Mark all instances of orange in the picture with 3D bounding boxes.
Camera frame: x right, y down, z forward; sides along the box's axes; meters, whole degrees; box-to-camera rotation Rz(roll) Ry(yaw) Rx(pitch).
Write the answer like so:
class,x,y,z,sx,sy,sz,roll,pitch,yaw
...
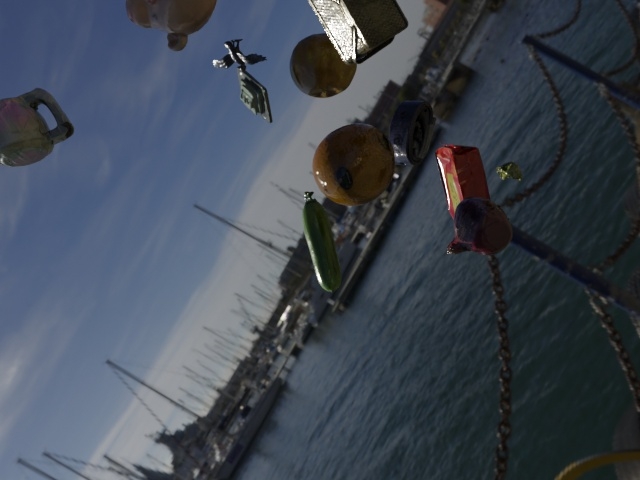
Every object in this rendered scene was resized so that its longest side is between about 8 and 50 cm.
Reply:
class,x,y,z,sx,sy,sz,roll,pitch,yaw
orange,0.011,-0.707,2.513,0.279,0.279,0.235,120,149,-77
orange,0.110,-0.245,1.995,0.274,0.274,0.274,-60,0,0

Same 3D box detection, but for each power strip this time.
class,x,y,z,sx,sy,sz,roll,pitch,yaw
power strip,-0.293,-0.600,2.595,0.064,0.198,0.213,-38,-28,-20

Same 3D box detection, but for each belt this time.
class,x,y,z,sx,sy,sz,roll,pitch,yaw
belt,0.312,-0.380,2.183,0.140,0.126,0.230,12,-90,-45

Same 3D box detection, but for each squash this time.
class,x,y,z,sx,sy,sz,roll,pitch,yaw
squash,0.000,0.000,2.188,0.101,0.101,0.378,120,139,-71

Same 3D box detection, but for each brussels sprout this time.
class,x,y,z,sx,sy,sz,roll,pitch,yaw
brussels sprout,0.585,-0.215,1.913,0.085,0.085,0.058,-60,-29,-88

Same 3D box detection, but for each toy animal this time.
class,x,y,z,sx,sy,sz,roll,pitch,yaw
toy animal,-0.272,-0.602,2.009,0.062,0.220,0.107,-46,-47,-46
toy animal,-0.368,-0.575,1.424,0.345,0.278,0.246,-25,67,56

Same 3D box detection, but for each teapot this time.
class,x,y,z,sx,sy,sz,roll,pitch,yaw
teapot,-0.833,-0.324,1.720,0.222,0.178,0.163,-26,-7,24

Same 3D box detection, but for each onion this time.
class,x,y,z,sx,sy,sz,roll,pitch,yaw
onion,0.490,-0.023,1.937,0.218,0.195,0.140,-38,22,-1

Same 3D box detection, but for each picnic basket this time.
class,x,y,z,sx,sy,sz,roll,pitch,yaw
picnic basket,0.099,-0.641,1.702,0.165,0.266,0.139,-36,10,-24

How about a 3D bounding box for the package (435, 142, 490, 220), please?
class,x,y,z,sx,sy,sz,roll,pitch,yaw
package,0.577,-0.192,2.454,0.123,0.423,0.196,-17,11,-6
